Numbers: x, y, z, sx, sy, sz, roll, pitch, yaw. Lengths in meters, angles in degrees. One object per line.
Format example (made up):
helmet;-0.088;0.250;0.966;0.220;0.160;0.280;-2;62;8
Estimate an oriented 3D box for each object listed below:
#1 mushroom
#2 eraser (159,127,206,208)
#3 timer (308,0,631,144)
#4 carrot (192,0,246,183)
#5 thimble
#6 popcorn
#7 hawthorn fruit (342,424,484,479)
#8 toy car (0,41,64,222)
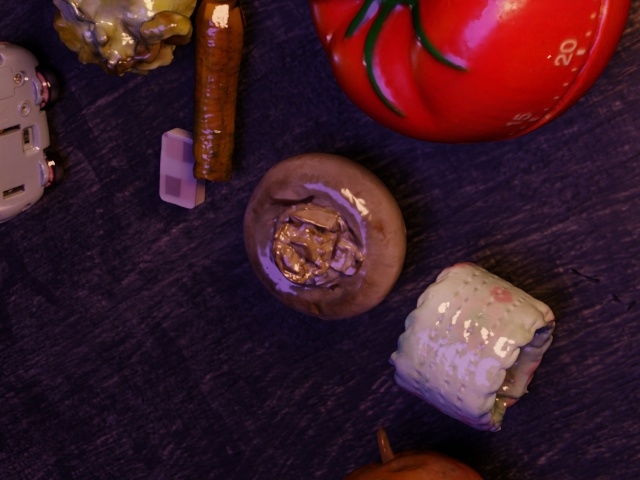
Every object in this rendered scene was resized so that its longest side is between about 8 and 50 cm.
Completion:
mushroom;0.000;0.000;1.884;0.226;0.178;0.226;11;121;19
eraser;-0.193;-0.101;2.046;0.065;0.026;0.105;20;117;26
timer;0.162;-0.295;1.591;0.378;0.279;0.378;17;111;50
carrot;-0.140;-0.199;1.950;0.070;0.070;0.260;17;117;24
thimble;0.189;0.141;1.826;0.149;0.185;0.211;30;135;19
popcorn;-0.248;-0.299;1.897;0.212;0.198;0.198;48;127;32
hawthorn fruit;0.117;0.390;1.926;0.277;0.277;0.298;-18;79;34
toy car;-0.512;-0.163;2.123;0.212;0.180;0.271;16;117;34
